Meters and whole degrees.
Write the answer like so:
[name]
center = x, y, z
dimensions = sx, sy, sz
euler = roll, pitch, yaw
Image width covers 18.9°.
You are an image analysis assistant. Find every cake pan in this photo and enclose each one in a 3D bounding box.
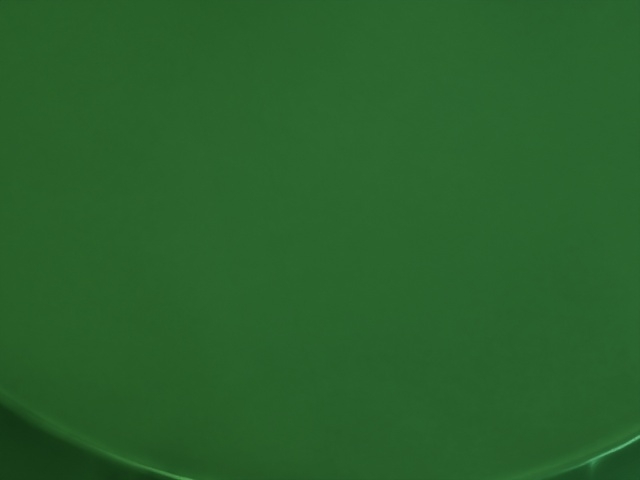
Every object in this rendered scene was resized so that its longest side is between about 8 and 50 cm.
[cake pan]
center = 0.000, 0.000, 0.461
dimensions = 0.293, 0.054, 0.293
euler = 2, 133, 3
